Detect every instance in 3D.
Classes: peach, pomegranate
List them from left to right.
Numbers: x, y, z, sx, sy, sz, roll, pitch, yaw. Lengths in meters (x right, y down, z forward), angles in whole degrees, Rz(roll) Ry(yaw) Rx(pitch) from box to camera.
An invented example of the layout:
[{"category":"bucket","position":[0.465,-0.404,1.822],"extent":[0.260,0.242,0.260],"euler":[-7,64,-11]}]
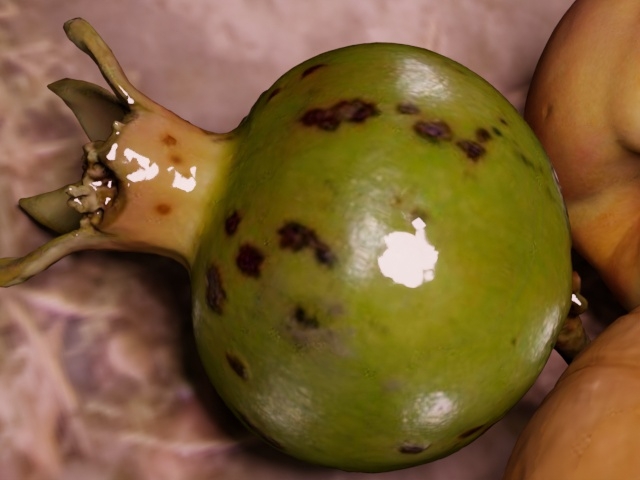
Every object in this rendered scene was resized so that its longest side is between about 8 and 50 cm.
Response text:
[{"category":"pomegranate","position":[-0.009,0.002,0.568],"extent":[0.220,0.156,0.156],"euler":[8,63,15]},{"category":"peach","position":[0.177,-0.044,0.632],"extent":[0.184,0.184,0.184],"euler":[8,67,-19]}]

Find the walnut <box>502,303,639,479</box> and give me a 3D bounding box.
[{"category":"walnut","position":[0.160,0.117,0.533],"extent":[0.193,0.226,0.193],"euler":[-11,46,12]}]
